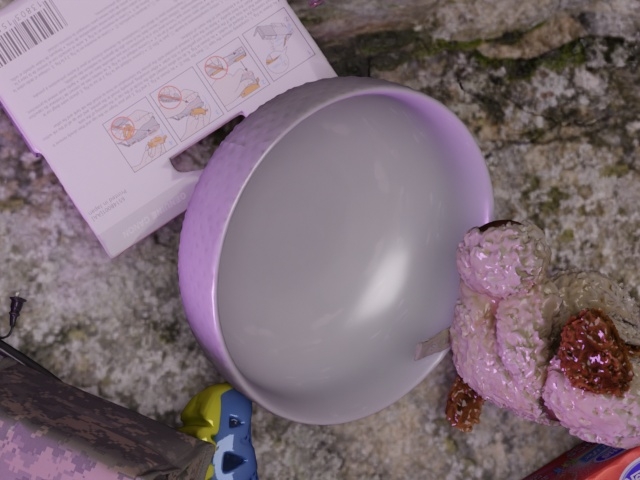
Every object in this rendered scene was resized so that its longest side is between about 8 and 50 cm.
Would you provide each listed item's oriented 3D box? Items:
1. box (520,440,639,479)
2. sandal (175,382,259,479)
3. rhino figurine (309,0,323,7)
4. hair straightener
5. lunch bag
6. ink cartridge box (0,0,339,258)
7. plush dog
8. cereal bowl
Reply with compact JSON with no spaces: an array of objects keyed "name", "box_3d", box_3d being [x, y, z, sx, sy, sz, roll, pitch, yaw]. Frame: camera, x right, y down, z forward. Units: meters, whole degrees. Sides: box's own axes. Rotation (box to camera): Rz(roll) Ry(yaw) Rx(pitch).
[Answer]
[{"name":"box","box_3d":[0.322,0.261,1.703,0.256,0.122,0.128,-29,94,-11]},{"name":"sandal","box_3d":[-0.081,0.295,1.629,0.138,0.126,0.317,0,97,-15]},{"name":"rhino figurine","box_3d":[0.033,-0.338,1.677,0.243,0.073,0.106,-45,103,-27]},{"name":"hair straightener","box_3d":[-0.327,0.079,1.622,0.230,0.047,0.089,43,81,-3]},{"name":"lunch bag","box_3d":[-0.254,0.288,1.526,0.235,0.169,0.287,20,102,17]},{"name":"ink cartridge box","box_3d":[-0.160,-0.168,1.646,0.296,0.066,0.261,-34,95,-10]},{"name":"plush dog","box_3d":[0.241,0.123,1.606,0.262,0.225,0.211,30,87,-46]},{"name":"cereal bowl","box_3d":[0.000,0.000,1.605,0.339,0.141,0.339,-14,115,-34]}]
